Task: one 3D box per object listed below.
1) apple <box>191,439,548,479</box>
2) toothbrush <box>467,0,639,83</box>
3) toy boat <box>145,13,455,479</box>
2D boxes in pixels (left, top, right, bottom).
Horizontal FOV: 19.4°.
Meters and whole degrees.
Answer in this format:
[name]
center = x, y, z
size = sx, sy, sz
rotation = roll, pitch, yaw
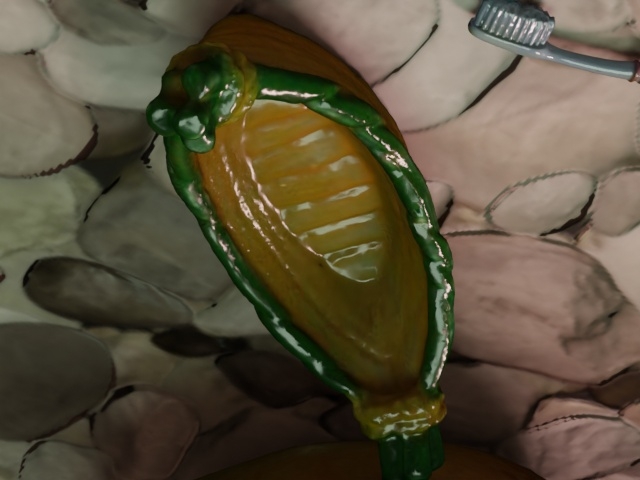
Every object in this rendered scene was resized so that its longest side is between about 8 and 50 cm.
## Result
[apple]
center = 0.020, 0.243, 0.822
size = 0.338, 0.305, 0.338
rotation = -1, 132, -1
[toothbrush]
center = 0.146, -0.056, 0.678
size = 0.193, 0.013, 0.019
rotation = 15, 129, -9
[toy boat]
center = 0.000, 0.000, 0.702
size = 0.089, 0.088, 0.229
rotation = -14, 134, 20
